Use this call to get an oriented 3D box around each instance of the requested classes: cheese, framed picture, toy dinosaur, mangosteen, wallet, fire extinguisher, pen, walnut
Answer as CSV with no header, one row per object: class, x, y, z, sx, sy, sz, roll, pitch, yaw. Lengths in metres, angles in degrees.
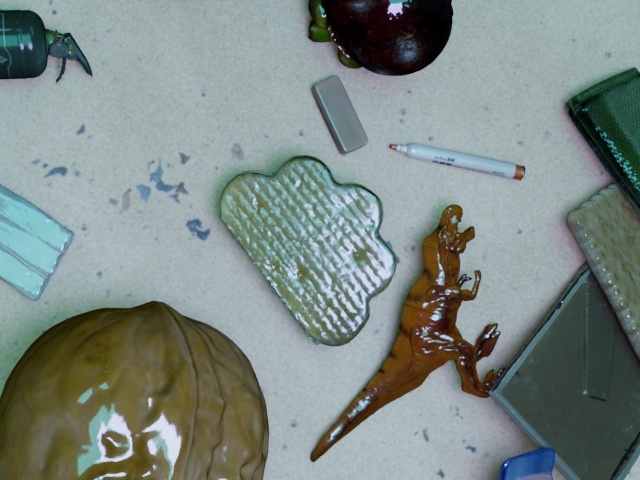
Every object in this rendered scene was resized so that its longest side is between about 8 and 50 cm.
cheese,0.283,0.424,1.487,0.189,0.074,0.286,-11,118,-25
framed picture,0.421,0.201,1.553,0.247,0.022,0.335,47,59,-5
toy dinosaur,0.169,0.168,1.514,0.208,0.097,0.432,25,86,-14
mangosteen,0.086,-0.348,1.492,0.216,0.216,0.216,1,85,-12
wallet,0.503,-0.150,1.613,0.160,0.055,0.236,-26,78,-23
fire extinguisher,-0.476,-0.262,1.417,0.311,0.095,0.114,-6,124,-11
pen,0.210,-0.124,1.585,0.218,0.026,0.026,11,83,-11
walnut,-0.245,0.274,1.314,0.354,0.308,0.398,21,80,-43

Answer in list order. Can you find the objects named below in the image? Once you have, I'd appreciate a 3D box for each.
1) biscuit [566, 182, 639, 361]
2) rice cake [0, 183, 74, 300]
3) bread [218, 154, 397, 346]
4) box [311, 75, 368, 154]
biscuit,0.522,0.059,1.607,0.217,0.044,0.325,-29,90,-27
rice cake,-0.455,-0.020,1.426,0.211,0.038,0.124,30,80,-8
bread,0.000,0.000,1.464,0.207,0.056,0.286,-33,92,1
box,0.029,-0.188,1.551,0.048,0.025,0.115,-26,91,-18
